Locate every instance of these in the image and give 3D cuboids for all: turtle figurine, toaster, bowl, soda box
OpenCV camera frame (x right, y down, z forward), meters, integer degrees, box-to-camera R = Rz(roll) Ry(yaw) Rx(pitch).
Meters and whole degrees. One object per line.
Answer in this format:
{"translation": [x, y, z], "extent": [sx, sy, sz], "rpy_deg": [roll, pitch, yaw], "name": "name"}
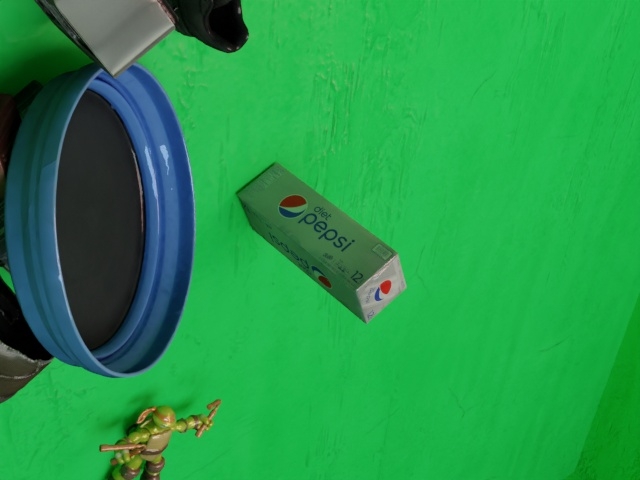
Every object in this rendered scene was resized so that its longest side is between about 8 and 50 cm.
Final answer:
{"translation": [-0.302, 0.354, 1.751], "extent": [0.269, 0.087, 0.217], "rpy_deg": [-17, 141, -51], "name": "turtle figurine"}
{"translation": [-0.259, -0.289, 1.143], "extent": [0.110, 0.168, 0.186], "rpy_deg": [-43, 144, -6], "name": "toaster"}
{"translation": [-0.263, -0.025, 1.270], "extent": [0.391, 0.077, 0.391], "rpy_deg": [-1, 90, -74], "name": "bowl"}
{"translation": [0.000, 0.000, 1.588], "extent": [0.091, 0.286, 0.098], "rpy_deg": [-41, 145, -16], "name": "soda box"}

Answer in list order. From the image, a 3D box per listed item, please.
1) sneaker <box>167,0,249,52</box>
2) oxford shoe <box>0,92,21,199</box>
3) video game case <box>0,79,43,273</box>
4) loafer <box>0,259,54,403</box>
{"translation": [-0.148, -0.350, 1.241], "extent": [0.109, 0.130, 0.286], "rpy_deg": [-38, 142, -14], "name": "sneaker"}
{"translation": [-0.424, -0.188, 1.092], "extent": [0.130, 0.123, 0.348], "rpy_deg": [-7, 119, 6], "name": "oxford shoe"}
{"translation": [-0.374, -0.058, 1.347], "extent": [0.196, 0.026, 0.274], "rpy_deg": [-44, 146, -10], "name": "video game case"}
{"translation": [-0.427, 0.029, 1.177], "extent": [0.130, 0.134, 0.366], "rpy_deg": [-20, 122, 21], "name": "loafer"}
